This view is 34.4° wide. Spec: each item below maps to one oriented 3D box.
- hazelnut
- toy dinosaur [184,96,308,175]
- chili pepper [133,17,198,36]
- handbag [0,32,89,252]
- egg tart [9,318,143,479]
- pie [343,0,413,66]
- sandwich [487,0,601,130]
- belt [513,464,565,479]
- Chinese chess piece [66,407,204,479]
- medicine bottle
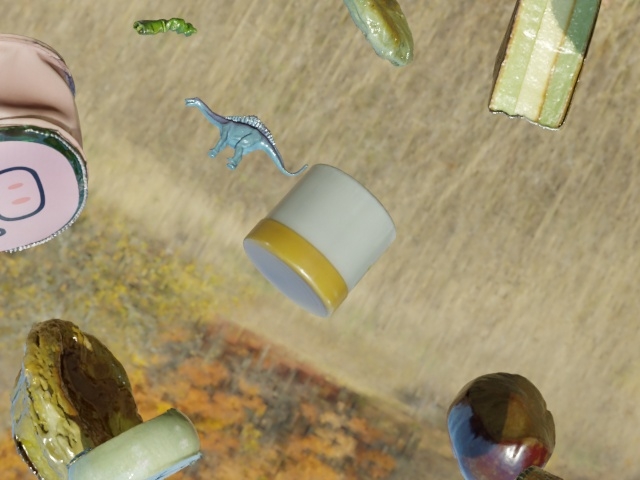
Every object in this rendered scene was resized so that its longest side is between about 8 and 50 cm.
[{"bbox_3d":[0.328,0.362,1.968,0.218,0.218,0.234,30,-146,-9],"label":"hazelnut"},{"bbox_3d":[-0.111,-0.140,1.455,0.197,0.080,0.045,31,164,0],"label":"toy dinosaur"},{"bbox_3d":[-0.177,-0.242,1.177,0.083,0.022,0.027,-11,-167,-43],"label":"chili pepper"},{"bbox_3d":[-0.309,-0.088,0.980,0.205,0.179,0.116,97,154,-61],"label":"handbag"},{"bbox_3d":[-0.403,0.298,1.702,0.352,0.150,0.352,59,-173,-11],"label":"egg tart"},{"bbox_3d":[0.110,-0.503,2.217,0.306,0.071,0.306,47,-158,-26],"label":"pie"},{"bbox_3d":[0.316,-0.275,1.427,0.117,0.144,0.187,15,132,-1],"label":"sandwich"},{"bbox_3d":[0.279,0.460,1.419,0.160,0.295,0.207,24,-172,29],"label":"belt"},{"bbox_3d":[-0.258,0.310,1.448,0.083,0.188,0.188,61,178,10],"label":"Chinese chess piece"},{"bbox_3d":[0.000,0.000,2.129,0.238,0.232,0.238,38,162,14],"label":"medicine bottle"}]
